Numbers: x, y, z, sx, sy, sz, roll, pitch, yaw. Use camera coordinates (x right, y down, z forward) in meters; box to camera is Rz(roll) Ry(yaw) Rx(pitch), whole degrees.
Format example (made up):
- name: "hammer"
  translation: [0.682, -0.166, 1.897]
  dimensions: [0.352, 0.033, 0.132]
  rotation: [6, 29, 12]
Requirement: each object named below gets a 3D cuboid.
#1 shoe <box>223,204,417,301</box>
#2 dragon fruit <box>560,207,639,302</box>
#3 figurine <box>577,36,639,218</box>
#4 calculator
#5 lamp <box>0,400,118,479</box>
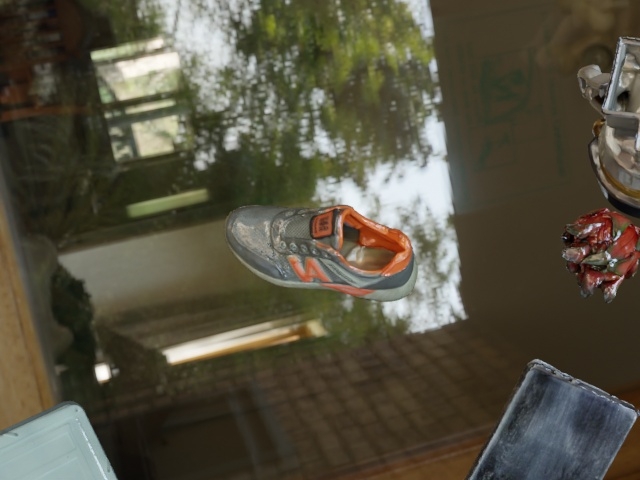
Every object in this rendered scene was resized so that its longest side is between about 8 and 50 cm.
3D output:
- name: "shoe"
  translation: [0.000, 0.000, 1.501]
  dimensions: [0.171, 0.336, 0.132]
  rotation: [94, 11, -66]
- name: "dragon fruit"
  translation: [0.440, 0.012, 1.451]
  dimensions: [0.142, 0.130, 0.121]
  rotation: [-61, 164, -47]
- name: "figurine"
  translation: [0.423, -0.119, 1.182]
  dimensions: [0.308, 0.143, 0.308]
  rotation: [-17, 90, -84]
- name: "calculator"
  translation: [0.268, 0.290, 1.143]
  dimensions: [0.262, 0.161, 0.021]
  rotation: [-63, -171, 10]
- name: "lamp"
  translation: [-0.415, 0.402, 1.387]
  dimensions: [0.047, 0.269, 0.266]
  rotation: [-31, -95, 35]
